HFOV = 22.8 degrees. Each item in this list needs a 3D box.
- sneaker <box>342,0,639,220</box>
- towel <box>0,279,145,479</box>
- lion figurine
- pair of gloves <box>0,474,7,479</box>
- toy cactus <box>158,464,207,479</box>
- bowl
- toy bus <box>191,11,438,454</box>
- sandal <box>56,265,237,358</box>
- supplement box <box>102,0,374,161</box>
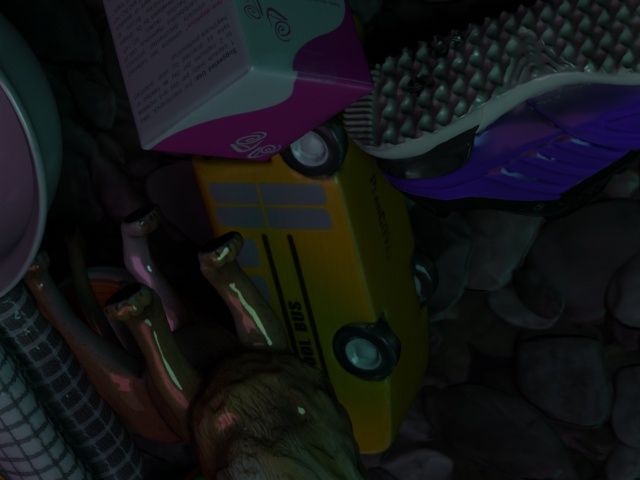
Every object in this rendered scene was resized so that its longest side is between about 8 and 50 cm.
[{"bbox_3d":[0.176,-0.085,1.053,0.293,0.102,0.146,-13,138,21],"label":"sneaker"},{"bbox_3d":[-0.309,0.128,1.374,0.283,0.121,0.235,5,136,40],"label":"towel"},{"bbox_3d":[-0.091,0.109,1.168,0.240,0.142,0.392,63,167,-20],"label":"lion figurine"},{"bbox_3d":[-0.296,0.194,1.322,0.074,0.010,0.083,35,147,2],"label":"pair of gloves"},{"bbox_3d":[-0.159,0.269,1.463,0.180,0.112,0.219,42,132,19],"label":"toy cactus"},{"bbox_3d":[-0.310,-0.100,1.214,0.297,0.134,0.298,12,126,18],"label":"bowl"},{"bbox_3d":[0.000,0.000,1.178,0.130,0.108,0.333,1,125,25],"label":"toy bus"},{"bbox_3d":[-0.117,0.108,1.327,0.265,0.076,0.102,24,130,6],"label":"sandal"},{"bbox_3d":[-0.066,-0.173,1.001,0.114,0.111,0.220,-32,66,37],"label":"supplement box"}]
